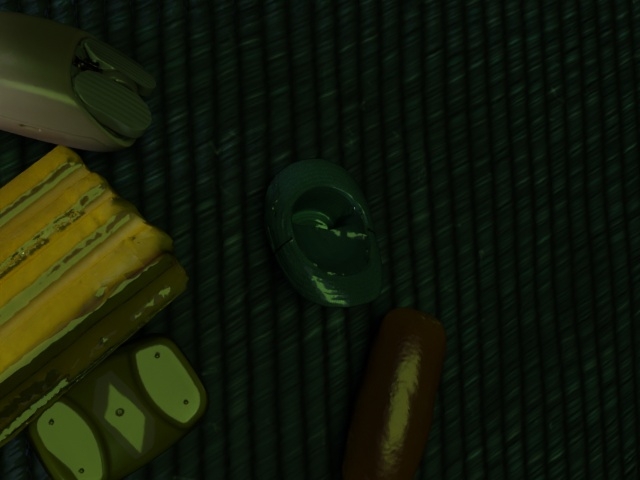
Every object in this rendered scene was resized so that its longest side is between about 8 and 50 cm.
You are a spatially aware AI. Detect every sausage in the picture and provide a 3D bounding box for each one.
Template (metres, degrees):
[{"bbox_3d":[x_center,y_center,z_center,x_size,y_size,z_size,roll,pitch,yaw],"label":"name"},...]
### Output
[{"bbox_3d":[0.089,0.200,0.979,0.098,0.098,0.238,19,79,-18],"label":"sausage"}]

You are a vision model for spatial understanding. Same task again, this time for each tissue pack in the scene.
[{"bbox_3d":[-0.212,0.180,0.853,0.178,0.127,0.123,-32,91,-20],"label":"tissue pack"}]

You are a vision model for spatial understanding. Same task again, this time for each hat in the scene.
[{"bbox_3d":[0.000,0.000,0.969,0.138,0.078,0.191,-5,70,-29],"label":"hat"}]

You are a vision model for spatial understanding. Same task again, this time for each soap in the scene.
[{"bbox_3d":[-0.307,0.073,0.788,0.324,0.096,0.204,-41,59,-17],"label":"soap"}]

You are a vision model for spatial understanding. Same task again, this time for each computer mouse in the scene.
[{"bbox_3d":[-0.289,-0.170,0.840,0.236,0.082,0.145,15,41,-16],"label":"computer mouse"}]
